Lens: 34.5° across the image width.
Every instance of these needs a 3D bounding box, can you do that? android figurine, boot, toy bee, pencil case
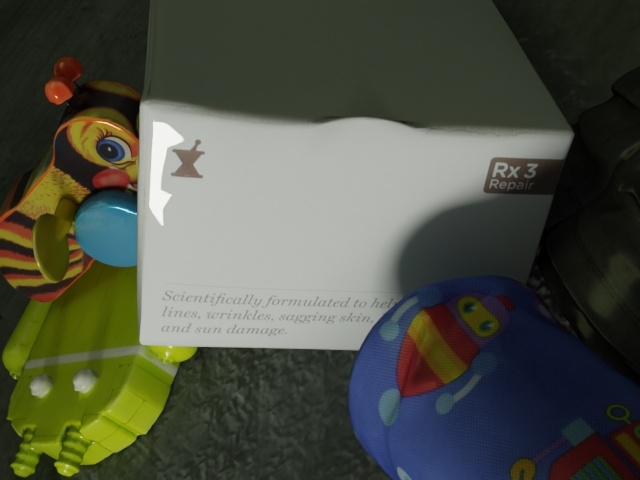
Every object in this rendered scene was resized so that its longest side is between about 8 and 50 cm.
[{"bbox_3d":[-0.181,0.076,0.881,0.248,0.056,0.273,-10,49,42],"label":"android figurine"},{"bbox_3d":[0.198,-0.097,0.585,0.223,0.118,0.338,-35,32,30],"label":"boot"},{"bbox_3d":[-0.180,-0.071,0.839,0.298,0.162,0.195,-39,30,9],"label":"toy bee"},{"bbox_3d":[0.125,0.135,0.422,0.119,0.133,0.306,-28,40,-12],"label":"pencil case"}]

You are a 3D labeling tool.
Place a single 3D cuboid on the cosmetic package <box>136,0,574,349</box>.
[{"bbox_3d":[-0.007,-0.108,0.665,0.385,0.217,0.156,-97,14,-52],"label":"cosmetic package"}]
